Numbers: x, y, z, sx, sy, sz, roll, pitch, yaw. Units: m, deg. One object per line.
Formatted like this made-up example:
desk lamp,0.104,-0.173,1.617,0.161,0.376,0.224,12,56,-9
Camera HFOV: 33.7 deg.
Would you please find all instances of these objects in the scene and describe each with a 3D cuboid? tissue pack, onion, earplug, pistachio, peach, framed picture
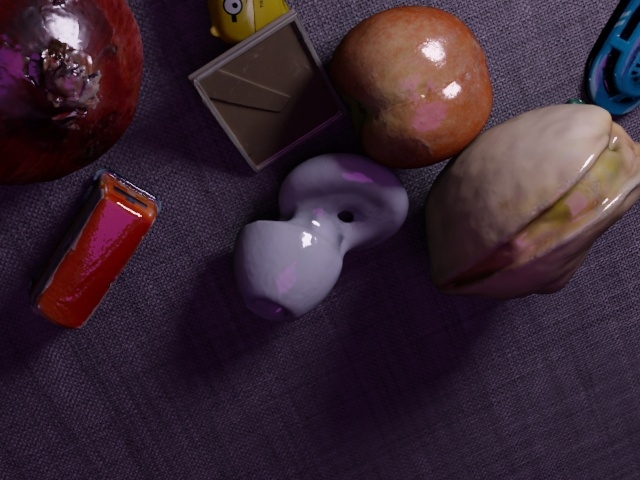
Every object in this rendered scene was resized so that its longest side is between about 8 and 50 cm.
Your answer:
tissue pack,-0.114,-0.381,1.582,0.127,0.123,0.178,-8,117,-11
onion,-0.393,-0.230,1.482,0.347,0.285,0.347,-15,116,-33
earplug,-0.004,-0.006,1.727,0.325,0.175,0.214,-43,126,7
pistachio,0.330,-0.053,1.672,0.281,0.445,0.365,47,63,-4
peach,0.145,-0.241,1.636,0.252,0.252,0.252,-4,112,-11
framed picture,-0.073,-0.222,1.645,0.189,0.023,0.260,-33,144,2

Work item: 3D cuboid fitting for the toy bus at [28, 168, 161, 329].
toy bus,-0.368,0.027,1.692,0.121,0.120,0.265,31,101,-20

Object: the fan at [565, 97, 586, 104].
fan,0.421,-0.171,1.831,0.082,0.039,0.155,12,108,-16

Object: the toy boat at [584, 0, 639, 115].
toy boat,0.560,-0.342,1.769,0.134,0.092,0.299,22,105,-23
